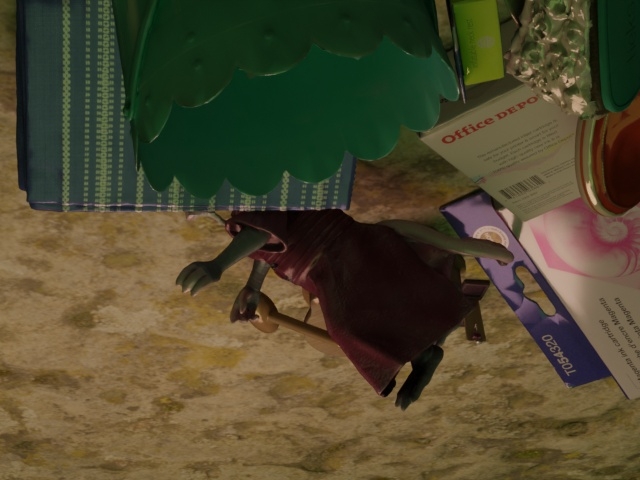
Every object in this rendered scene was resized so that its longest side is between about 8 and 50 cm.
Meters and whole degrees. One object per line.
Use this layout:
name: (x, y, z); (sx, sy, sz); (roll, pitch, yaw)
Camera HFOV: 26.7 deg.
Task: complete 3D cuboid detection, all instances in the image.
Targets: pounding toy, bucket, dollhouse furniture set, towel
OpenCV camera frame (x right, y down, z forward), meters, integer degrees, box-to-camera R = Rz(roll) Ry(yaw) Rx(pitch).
pounding toy: (0.051, 0.098, 1.662); (0.270, 0.155, 0.154); (-10, 143, 9)
bucket: (-0.038, -0.169, 1.105); (0.281, 0.183, 0.281); (-16, 165, -5)
dollhouse furniture set: (0.160, 0.108, 1.760); (0.114, 0.081, 0.091); (3, 147, -12)
towel: (-0.125, -0.138, 1.304); (0.336, 0.040, 0.243); (0, 120, -9)

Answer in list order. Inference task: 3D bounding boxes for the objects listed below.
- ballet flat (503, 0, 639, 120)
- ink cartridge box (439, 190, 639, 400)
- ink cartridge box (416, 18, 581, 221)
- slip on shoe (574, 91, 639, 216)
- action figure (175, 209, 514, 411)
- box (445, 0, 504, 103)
ballet flat: (0.198, -0.279, 1.065); (0.147, 0.147, 0.409); (-3, 127, -2)
ink cartridge box: (0.351, 0.040, 1.556); (0.330, 0.071, 0.324); (-24, 117, 31)
ink cartridge box: (0.214, -0.124, 1.388); (0.154, 0.093, 0.212); (-25, 144, 29)
slip on shoe: (0.323, -0.157, 1.217); (0.123, 0.101, 0.331); (-11, 131, -43)
action figure: (0.000, 0.000, 1.450); (0.370, 0.275, 0.248); (42, 179, -2)
box: (0.124, -0.219, 1.142); (0.042, 0.178, 0.109); (-10, 148, 7)
